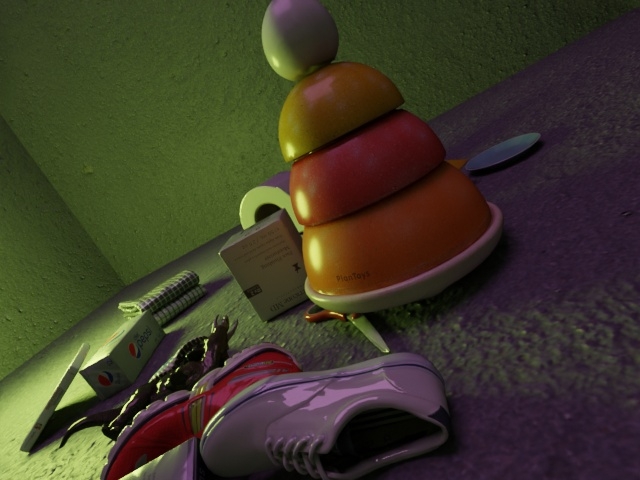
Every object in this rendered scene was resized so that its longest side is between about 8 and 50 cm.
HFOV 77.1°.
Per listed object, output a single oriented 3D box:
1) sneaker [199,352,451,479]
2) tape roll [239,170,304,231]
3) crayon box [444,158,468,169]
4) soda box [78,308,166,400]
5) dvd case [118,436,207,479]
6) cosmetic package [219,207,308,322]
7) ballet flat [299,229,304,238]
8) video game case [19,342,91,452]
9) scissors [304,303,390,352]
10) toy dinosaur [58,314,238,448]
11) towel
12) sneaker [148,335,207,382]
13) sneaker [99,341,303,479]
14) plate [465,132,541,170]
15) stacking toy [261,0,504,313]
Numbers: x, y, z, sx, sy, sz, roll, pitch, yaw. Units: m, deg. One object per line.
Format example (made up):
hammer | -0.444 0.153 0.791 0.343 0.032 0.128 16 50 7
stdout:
sneaker | -0.005 0.178 0.381 0.258 0.094 0.091 -22 11 8
tape roll | -0.126 -0.096 1.366 0.246 0.246 0.169 -22 15 31
crayon box | 0.196 -0.121 1.026 0.318 0.081 0.202 0 30 43
soda box | -0.521 0.295 1.085 0.091 0.098 0.286 -30 14 2
dvd case | -0.209 0.316 0.362 0.238 0.030 0.179 -30 31 1
cosmetic package | -0.104 0.050 0.903 0.151 0.184 0.151 -29 13 6
ballet flat | 0.000 0.000 1.011 0.106 0.108 0.316 11 -21 -32
video game case | -0.667 0.385 1.024 0.206 0.026 0.227 -63 21 -10
scissors | 0.061 0.115 0.661 0.109 0.021 0.297 -33 12 -21
toy dinosaur | -0.253 0.262 0.662 0.313 0.121 0.160 -37 2 -8
towel | -0.576 0.215 1.450 0.283 0.121 0.235 -15 19 48
sneaker | -0.291 0.254 0.819 0.162 0.063 0.073 -39 13 -35
sneaker | -0.137 0.235 0.485 0.279 0.107 0.118 -38 29 -15
plate | 0.464 -0.218 1.023 0.188 0.024 0.188 -28 13 7
stacking toy | 0.053 -0.159 0.648 0.350 0.480 0.350 -23 14 6
